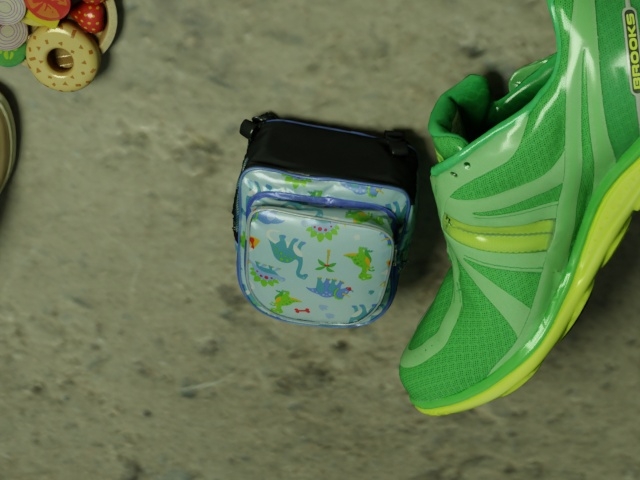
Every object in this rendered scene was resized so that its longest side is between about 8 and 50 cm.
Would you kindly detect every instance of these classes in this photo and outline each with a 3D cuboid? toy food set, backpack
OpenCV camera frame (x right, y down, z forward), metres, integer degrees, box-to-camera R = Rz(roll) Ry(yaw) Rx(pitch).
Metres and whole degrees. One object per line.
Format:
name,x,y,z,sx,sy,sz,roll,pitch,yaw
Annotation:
toy food set,-0.151,-0.122,0.905,0.082,0.020,0.083,23,131,-12
backpack,0.000,0.000,0.949,0.105,0.084,0.114,8,134,4

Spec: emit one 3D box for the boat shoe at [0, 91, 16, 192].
boat shoe,-0.220,-0.019,0.979,0.063,0.059,0.170,18,131,-8

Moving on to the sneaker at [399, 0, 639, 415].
sneaker,0.107,-0.029,0.909,0.123,0.109,0.295,26,124,-2
